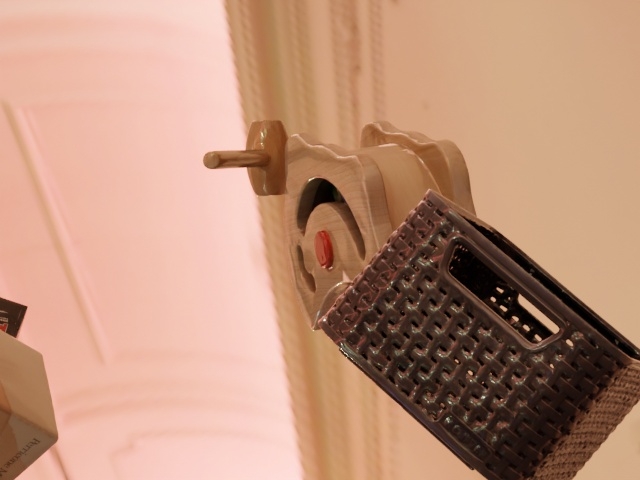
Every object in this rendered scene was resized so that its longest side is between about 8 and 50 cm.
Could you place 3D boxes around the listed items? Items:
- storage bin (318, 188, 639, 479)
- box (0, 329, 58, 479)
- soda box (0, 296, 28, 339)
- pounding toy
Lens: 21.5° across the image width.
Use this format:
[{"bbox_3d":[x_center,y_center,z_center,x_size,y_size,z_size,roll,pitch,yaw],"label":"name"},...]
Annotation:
[{"bbox_3d":[0.088,0.053,0.825,0.084,0.122,0.180,-51,-17,7],"label":"storage bin"},{"bbox_3d":[-0.396,0.115,1.497,0.148,0.121,0.311,-42,-50,16],"label":"box"},{"bbox_3d":[-0.358,0.137,1.762,0.053,0.169,0.060,19,-42,-7],"label":"soda box"},{"bbox_3d":[0.000,0.000,1.245,0.155,0.269,0.154,-11,-76,-19],"label":"pounding toy"}]
